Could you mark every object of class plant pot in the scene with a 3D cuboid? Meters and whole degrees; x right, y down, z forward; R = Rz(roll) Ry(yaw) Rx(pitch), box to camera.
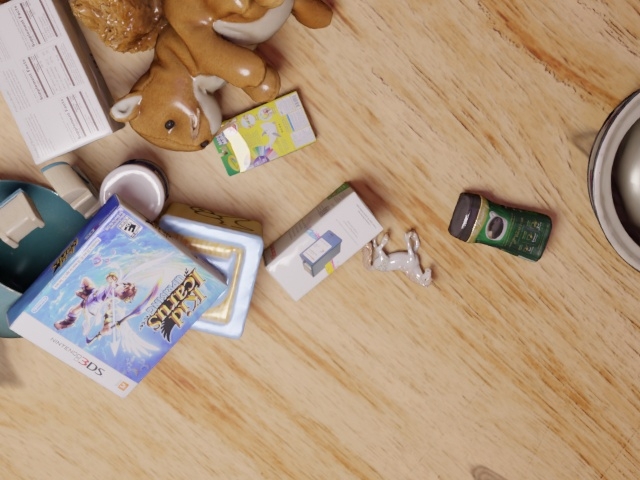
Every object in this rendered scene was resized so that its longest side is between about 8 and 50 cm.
[{"bbox_3d":[-0.542,0.061,1.749,0.290,0.290,0.195,34,121,-9],"label":"plant pot"}]

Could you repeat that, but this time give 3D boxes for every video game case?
[{"bbox_3d":[-0.331,0.098,1.614,0.269,0.061,0.244,-47,122,4],"label":"video game case"}]

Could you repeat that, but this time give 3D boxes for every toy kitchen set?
[{"bbox_3d":[-0.482,-0.060,1.722,0.166,0.207,0.122,-39,72,-4],"label":"toy kitchen set"}]

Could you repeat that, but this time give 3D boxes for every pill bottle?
[{"bbox_3d":[-0.329,-0.090,1.761,0.112,0.186,0.112,-1,99,-4],"label":"pill bottle"}]

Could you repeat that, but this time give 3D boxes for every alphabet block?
[{"bbox_3d":[-0.213,0.050,1.788,0.192,0.197,0.193,15,98,-6],"label":"alphabet block"}]

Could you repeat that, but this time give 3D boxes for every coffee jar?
[{"bbox_3d":[0.341,-0.027,1.874,0.184,0.079,0.096,17,100,-8],"label":"coffee jar"}]

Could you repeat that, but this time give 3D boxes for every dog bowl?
[{"bbox_3d":[0.689,-0.123,1.848,0.408,0.150,0.407,-1,100,-3],"label":"dog bowl"}]

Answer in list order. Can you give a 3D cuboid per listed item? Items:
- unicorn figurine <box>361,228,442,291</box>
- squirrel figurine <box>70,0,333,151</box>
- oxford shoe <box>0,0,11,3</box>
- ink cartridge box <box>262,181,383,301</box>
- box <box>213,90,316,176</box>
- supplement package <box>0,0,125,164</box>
[{"bbox_3d":[0.158,0.035,1.888,0.162,0.060,0.111,2,100,12],"label":"unicorn figurine"},{"bbox_3d":[-0.245,-0.363,1.718,0.397,0.281,0.370,38,106,5],"label":"squirrel figurine"},{"bbox_3d":[-0.615,-0.455,1.751,0.212,0.076,0.076,21,127,-9],"label":"oxford shoe"},{"bbox_3d":[0.000,0.000,1.816,0.212,0.154,0.093,-39,102,2],"label":"ink cartridge box"},{"bbox_3d":[-0.109,-0.198,1.833,0.179,0.043,0.105,-23,101,-2],"label":"box"},{"bbox_3d":[-0.470,-0.285,1.710,0.145,0.204,0.261,-23,100,-1],"label":"supplement package"}]
